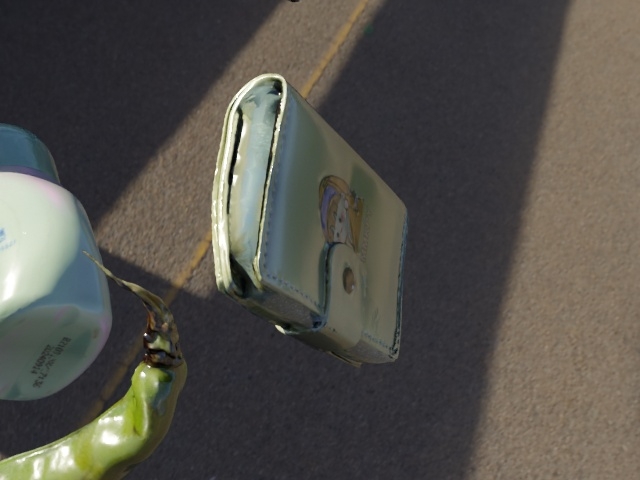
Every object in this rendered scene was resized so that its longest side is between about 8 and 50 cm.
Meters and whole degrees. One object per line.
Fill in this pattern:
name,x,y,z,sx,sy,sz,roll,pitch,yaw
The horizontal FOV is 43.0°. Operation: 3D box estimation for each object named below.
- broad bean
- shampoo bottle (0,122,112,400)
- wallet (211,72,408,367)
broad bean,-0.179,0.146,0.467,0.098,0.318,0.056,36,13,-15
shampoo bottle,-0.361,0.001,0.952,0.151,0.222,0.349,15,35,-41
wallet,0.000,0.000,0.421,0.155,0.039,0.110,37,52,-55
